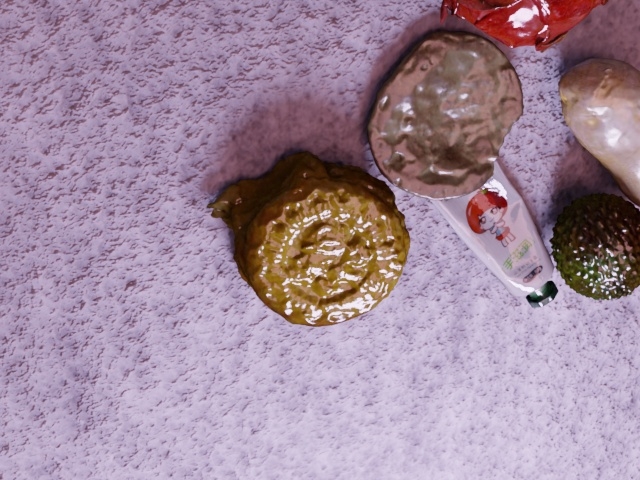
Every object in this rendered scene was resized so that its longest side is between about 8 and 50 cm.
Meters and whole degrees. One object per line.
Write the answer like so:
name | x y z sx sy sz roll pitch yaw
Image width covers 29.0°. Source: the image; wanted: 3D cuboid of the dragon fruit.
dragon fruit | 0.263 -0.365 1.554 0.241 0.241 0.252 0 125 -19

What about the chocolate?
chocolate | 0.451 -0.154 1.784 0.134 0.134 0.309 -45 123 7

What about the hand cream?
hand cream | 0.249 -0.034 1.819 0.121 0.076 0.336 -37 115 0

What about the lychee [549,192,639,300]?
lychee | 0.414 0.005 1.833 0.171 0.171 0.171 -8 118 -15

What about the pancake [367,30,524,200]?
pancake | 0.173 -0.173 1.715 0.223 0.042 0.236 1 107 -11

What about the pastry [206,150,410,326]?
pastry | 0.000 0.000 1.704 0.240 0.132 0.235 -28 123 -4
